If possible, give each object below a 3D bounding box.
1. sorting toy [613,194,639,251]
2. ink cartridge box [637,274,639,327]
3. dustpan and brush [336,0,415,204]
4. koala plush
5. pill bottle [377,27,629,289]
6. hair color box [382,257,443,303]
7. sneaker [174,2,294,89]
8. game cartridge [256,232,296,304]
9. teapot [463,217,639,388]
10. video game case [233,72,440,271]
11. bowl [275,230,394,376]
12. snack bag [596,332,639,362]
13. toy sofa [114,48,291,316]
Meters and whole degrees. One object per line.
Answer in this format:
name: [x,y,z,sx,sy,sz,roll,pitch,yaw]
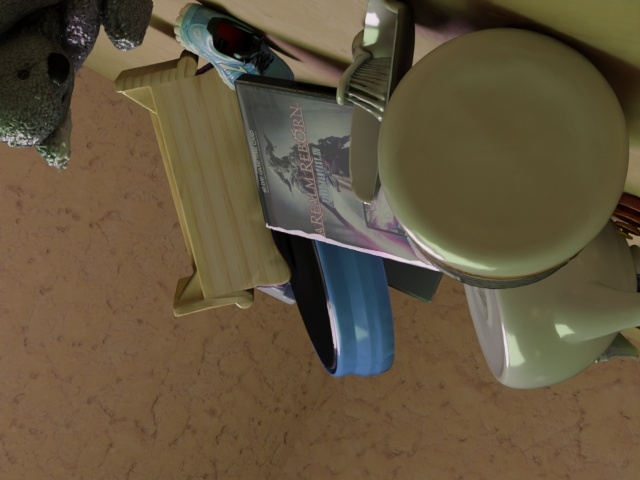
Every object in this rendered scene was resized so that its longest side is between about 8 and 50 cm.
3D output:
sorting toy: [0.335,-0.008,1.146,0.102,0.042,0.061,26,179,10]
ink cartridge box: [0.567,0.129,1.831,0.307,0.072,0.303,24,-179,-20]
dustpan and brush: [0.039,-0.131,0.882,0.060,0.147,0.211,11,-156,9]
koala plush: [-0.326,-0.199,1.284,0.203,0.221,0.196,-11,155,38]
pill bottle: [0.131,-0.046,0.844,0.162,0.162,0.278,26,179,9]
hair color box: [0.106,-0.032,1.717,0.114,0.185,0.374,25,180,-12]
sneaker: [-0.086,-0.202,1.262,0.162,0.063,0.073,27,176,-43]
game cartridge: [-0.080,-0.067,1.839,0.198,0.297,0.062,25,155,-9]
teapot: [0.263,0.035,1.266,0.187,0.256,0.252,-13,154,-3]
video game case: [0.037,-0.072,1.224,0.274,0.026,0.196,13,130,32]
bowl: [0.000,0.000,1.543,0.077,0.391,0.391,-15,-173,-9]
snack bag: [0.361,0.082,1.850,0.342,0.037,0.323,44,-166,22]
toy sofa: [-0.163,-0.088,1.639,0.177,0.362,0.150,-14,-165,-2]
